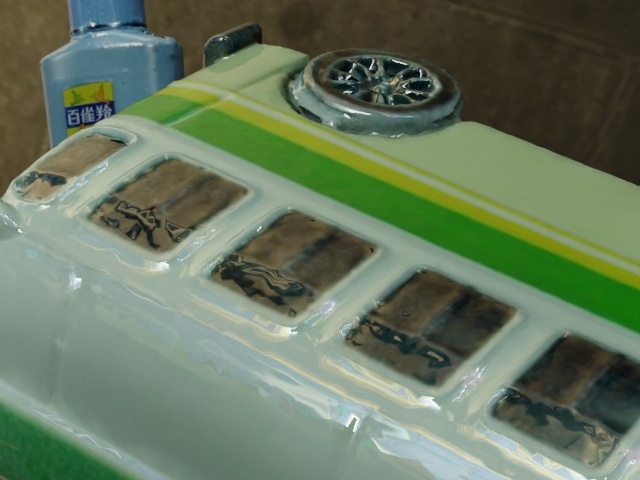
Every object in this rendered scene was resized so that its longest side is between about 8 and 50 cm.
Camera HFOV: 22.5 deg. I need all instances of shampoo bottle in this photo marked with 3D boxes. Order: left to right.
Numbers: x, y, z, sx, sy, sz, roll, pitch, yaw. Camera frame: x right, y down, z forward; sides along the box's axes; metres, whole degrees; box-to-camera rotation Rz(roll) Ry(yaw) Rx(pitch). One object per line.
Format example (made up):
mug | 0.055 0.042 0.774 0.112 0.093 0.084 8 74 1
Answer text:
shampoo bottle | -0.134 -0.067 1.063 0.061 0.104 0.258 -7 91 -66

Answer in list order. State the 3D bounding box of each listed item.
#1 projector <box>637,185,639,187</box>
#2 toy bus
projector | 0.342 0.063 1.086 0.249 0.248 0.248 -19 105 -16
toy bus | 0.040 0.057 0.421 0.165 0.276 0.133 -30 135 -45
